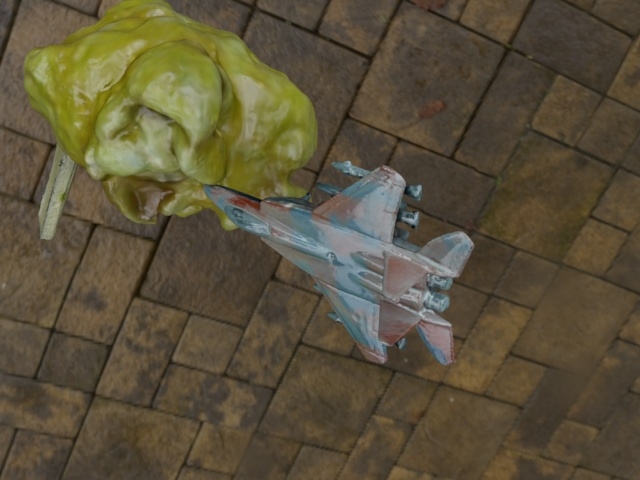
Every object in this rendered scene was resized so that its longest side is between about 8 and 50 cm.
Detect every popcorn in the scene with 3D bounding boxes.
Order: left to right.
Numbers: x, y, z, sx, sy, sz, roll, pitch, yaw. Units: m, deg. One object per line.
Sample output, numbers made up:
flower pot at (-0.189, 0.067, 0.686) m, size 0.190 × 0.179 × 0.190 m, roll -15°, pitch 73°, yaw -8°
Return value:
popcorn at (-0.156, -0.156, 0.985) m, size 0.334 × 0.292 × 0.293 m, roll -5°, pitch 81°, yaw -52°

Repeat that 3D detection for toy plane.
toy plane at (0.005, -0.003, 0.804) m, size 0.104 × 0.326 × 0.222 m, roll -27°, pitch 133°, yaw -36°

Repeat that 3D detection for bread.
bread at (-0.372, -0.079, 1.143) m, size 0.028 × 0.068 × 0.153 m, roll 12°, pitch 114°, yaw -29°
